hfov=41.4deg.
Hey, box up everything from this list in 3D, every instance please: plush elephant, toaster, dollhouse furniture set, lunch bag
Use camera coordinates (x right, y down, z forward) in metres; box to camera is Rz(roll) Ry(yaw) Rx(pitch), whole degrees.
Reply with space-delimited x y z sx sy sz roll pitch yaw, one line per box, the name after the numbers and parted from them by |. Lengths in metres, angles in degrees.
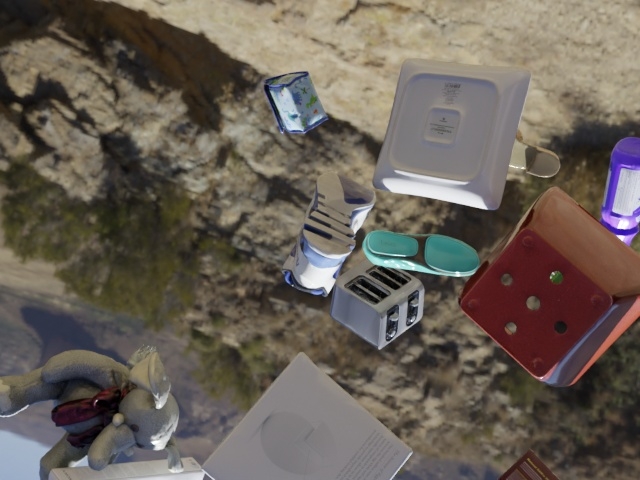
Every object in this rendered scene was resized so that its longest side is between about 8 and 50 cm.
-0.371 0.321 1.531 0.255 0.330 0.272 17 129 46 | plush elephant
0.125 0.136 1.934 0.185 0.168 0.110 31 132 31 | toaster
0.574 0.095 2.142 0.076 0.058 0.151 44 169 -13 | dollhouse furniture set
-0.073 -0.327 2.015 0.151 0.096 0.129 16 133 57 | lunch bag

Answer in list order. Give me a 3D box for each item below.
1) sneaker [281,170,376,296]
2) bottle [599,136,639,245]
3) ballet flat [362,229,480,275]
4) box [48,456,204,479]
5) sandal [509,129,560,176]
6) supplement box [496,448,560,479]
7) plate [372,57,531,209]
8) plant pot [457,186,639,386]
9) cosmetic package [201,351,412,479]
0.000 0.001 1.677 0.127 0.315 0.182 29 123 -1 | sneaker
0.711 -0.095 1.983 0.092 0.118 0.283 19 126 29 | bottle
0.208 0.028 1.779 0.247 0.083 0.087 10 164 -1 | ballet flat
-0.389 0.533 1.602 0.322 0.232 0.058 10 -166 -46 | box
0.429 -0.220 1.931 0.240 0.079 0.088 23 121 -7 | sandal
0.376 0.542 1.680 0.130 0.239 0.073 46 153 21 | supplement box
0.242 -0.217 1.642 0.277 0.278 0.045 13 178 32 | plate
0.387 0.092 1.437 0.267 0.267 0.235 43 -159 16 | plant pot
-0.024 0.330 1.287 0.224 0.224 0.138 41 167 4 | cosmetic package
